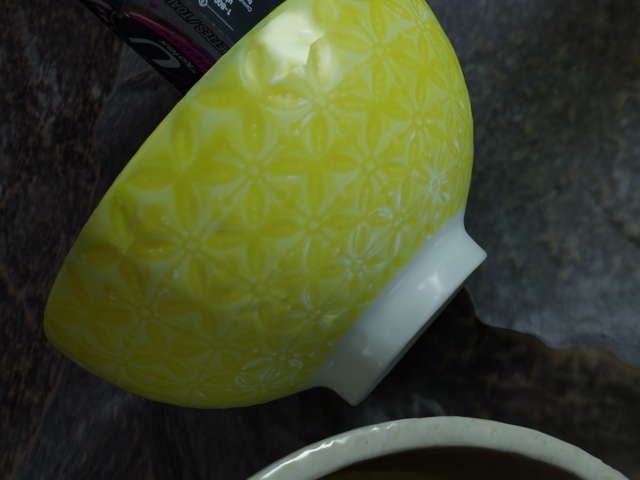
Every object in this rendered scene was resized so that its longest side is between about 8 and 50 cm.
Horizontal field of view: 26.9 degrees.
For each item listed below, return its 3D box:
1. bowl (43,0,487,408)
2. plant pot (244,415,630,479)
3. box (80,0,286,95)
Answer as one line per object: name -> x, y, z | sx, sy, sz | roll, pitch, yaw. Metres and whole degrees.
bowl -> 0.000, 0.000, 0.760 | 0.156, 0.289, 0.289 | 41, 110, 8
plant pot -> -0.024, 0.248, 0.598 | 0.305, 0.333, 0.334 | -15, 61, 60
box -> -0.089, -0.218, 0.905 | 0.142, 0.247, 0.163 | 9, 63, 53
